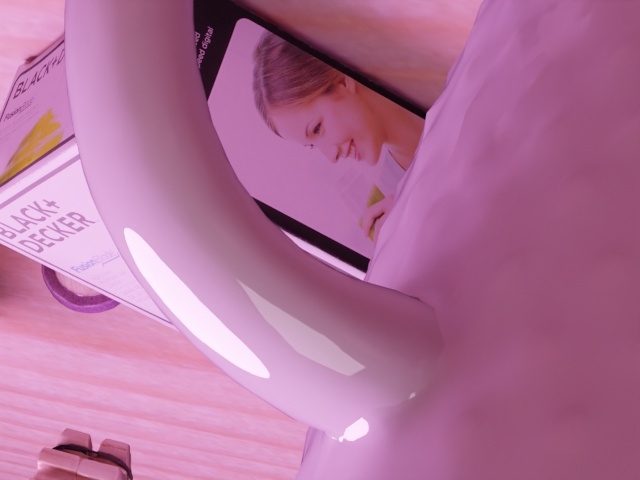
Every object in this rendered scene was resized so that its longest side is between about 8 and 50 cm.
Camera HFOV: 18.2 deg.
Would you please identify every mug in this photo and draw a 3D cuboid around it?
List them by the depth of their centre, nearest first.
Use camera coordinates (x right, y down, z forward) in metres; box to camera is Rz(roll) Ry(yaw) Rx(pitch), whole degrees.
[{"bbox_3d":[0.114,-0.009,0.489,0.374,0.328,0.276,26,156,-17],"label":"mug"}]

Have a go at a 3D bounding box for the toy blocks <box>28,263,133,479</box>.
[{"bbox_3d":[-0.240,0.118,1.128,0.309,0.288,0.260,13,153,6],"label":"toy blocks"}]

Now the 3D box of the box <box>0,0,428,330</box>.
[{"bbox_3d":[0.000,0.000,0.916,0.290,0.087,0.169,29,155,-22],"label":"box"}]
